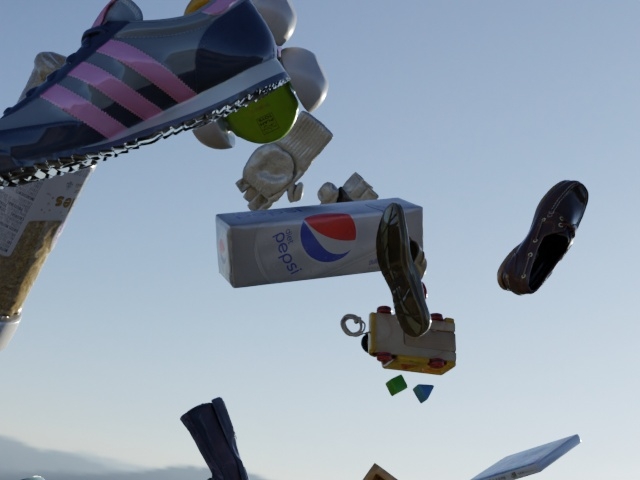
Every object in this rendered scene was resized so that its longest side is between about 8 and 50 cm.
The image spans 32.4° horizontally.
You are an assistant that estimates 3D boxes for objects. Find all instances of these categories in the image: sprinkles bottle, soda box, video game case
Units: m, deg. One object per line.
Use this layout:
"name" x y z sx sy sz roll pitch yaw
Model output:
"sprinkles bottle" -0.355 -0.042 1.304 0.121 0.355 0.121 28 12 -6
"soda box" 0.000 0.000 1.569 0.286 0.091 0.098 -6 13 -16
"video game case" 0.317 0.351 1.733 0.143 0.019 0.157 -27 -8 36

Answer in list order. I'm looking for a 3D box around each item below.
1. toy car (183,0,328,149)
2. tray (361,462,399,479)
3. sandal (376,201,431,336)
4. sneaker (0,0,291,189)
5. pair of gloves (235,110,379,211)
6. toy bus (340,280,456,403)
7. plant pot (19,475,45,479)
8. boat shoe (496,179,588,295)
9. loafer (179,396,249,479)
"toy car" -0.086 -0.199 1.232 0.159 0.182 0.136 -25 17 8
"tray" 0.056 0.597 1.814 0.203 0.411 0.076 34 -8 16
"sandal" 0.117 0.038 1.451 0.049 0.180 0.072 -7 -16 -29
"sneaker" -0.194 -0.140 0.976 0.319 0.131 0.112 -22 2 -16
"pair of gloves" -0.023 -0.081 1.933 0.204 0.240 0.042 -40 -2 18
"toy bus" 0.142 0.185 1.965 0.202 0.191 0.104 49 -30 6
"plant pot" -0.565 0.598 1.986 0.196 0.293 0.293 48 -4 16
"boat shoe" 0.347 -0.003 1.651 0.073 0.207 0.073 38 -13 -21
"loafer" -0.187 0.439 2.073 0.095 0.302 0.109 -16 -36 -8
